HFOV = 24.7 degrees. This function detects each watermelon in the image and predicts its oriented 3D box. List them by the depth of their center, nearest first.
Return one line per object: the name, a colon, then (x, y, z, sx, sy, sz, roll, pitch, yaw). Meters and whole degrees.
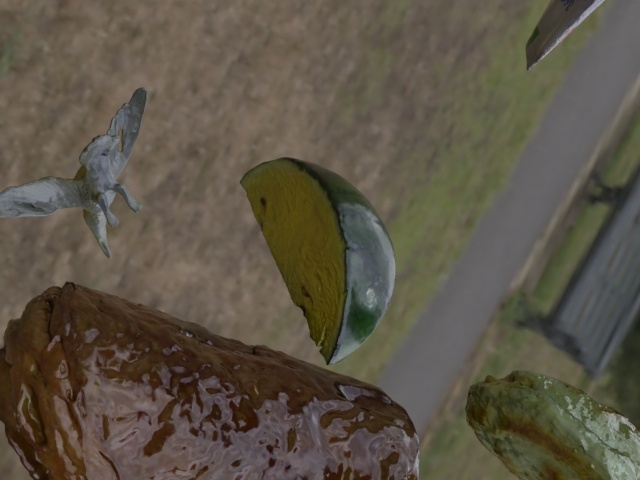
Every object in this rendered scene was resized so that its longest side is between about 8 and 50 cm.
watermelon: (0.000, -0.006, 1.118, 0.092, 0.181, 0.075, -26, 150, 4)

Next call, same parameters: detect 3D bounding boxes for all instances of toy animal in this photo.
toy animal: (-0.230, -0.040, 1.498, 0.219, 0.095, 0.155, -32, 117, -28)

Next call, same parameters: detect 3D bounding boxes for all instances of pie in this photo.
pie: (0.213, 0.181, 1.159, 0.090, 0.201, 0.248, -49, 136, -7)

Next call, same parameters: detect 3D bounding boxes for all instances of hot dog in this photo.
hot dog: (-0.106, 0.174, 1.291, 0.267, 0.387, 0.174, -99, -146, -63)

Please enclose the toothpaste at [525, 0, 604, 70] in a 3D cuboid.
toothpaste: (0.244, -0.242, 1.028, 0.301, 0.048, 0.075, -48, -142, 27)
